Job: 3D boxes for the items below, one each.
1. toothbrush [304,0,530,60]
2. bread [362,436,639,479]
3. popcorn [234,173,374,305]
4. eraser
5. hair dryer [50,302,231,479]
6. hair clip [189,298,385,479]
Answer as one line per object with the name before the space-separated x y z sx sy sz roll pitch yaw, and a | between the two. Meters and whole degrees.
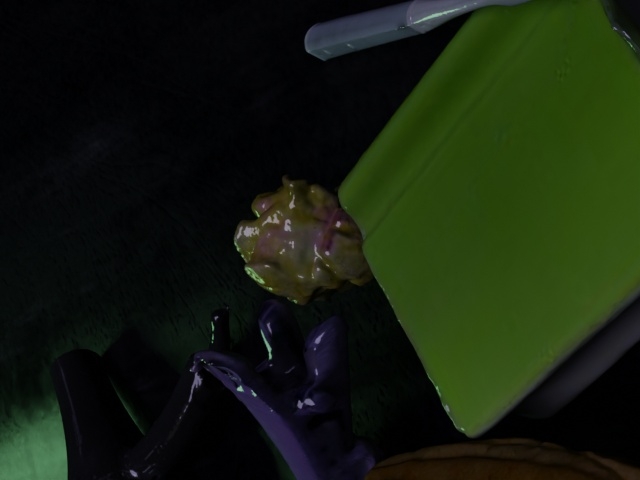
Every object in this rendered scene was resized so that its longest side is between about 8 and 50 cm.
toothbrush | 0.055 -0.141 0.995 0.030 0.025 0.342 -67 18 -9
bread | 0.120 0.264 0.920 0.324 0.167 0.277 -8 57 56
popcorn | -0.001 0.002 1.118 0.097 0.109 0.089 82 166 -75
eraser | 0.135 -0.035 0.951 0.210 0.092 0.274 62 140 24
hair dryer | -0.135 0.134 1.369 0.272 0.091 0.235 -50 48 31
hair clip | 0.013 0.153 1.125 0.137 0.090 0.278 13 141 45
